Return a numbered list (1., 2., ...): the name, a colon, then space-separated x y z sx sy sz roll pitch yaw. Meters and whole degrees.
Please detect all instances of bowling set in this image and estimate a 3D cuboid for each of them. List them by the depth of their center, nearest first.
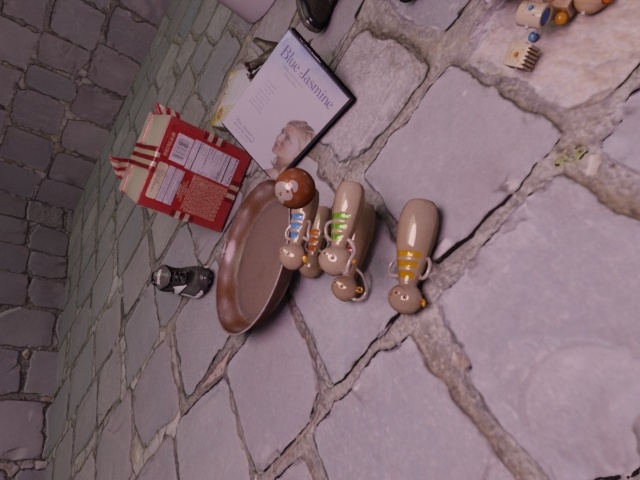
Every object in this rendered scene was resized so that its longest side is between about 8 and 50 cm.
1. bowling set: 0.000 0.000 0.592 0.287 0.199 0.154 0 75 55

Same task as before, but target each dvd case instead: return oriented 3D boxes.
1. dvd case: -0.073 -0.259 0.838 0.180 0.022 0.253 49 121 0

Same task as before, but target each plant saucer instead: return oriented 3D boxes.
1. plant saucer: -0.124 0.033 0.817 0.310 0.050 0.311 -34 47 45

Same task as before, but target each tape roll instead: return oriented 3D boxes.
1. tape roll: -0.225 -0.820 1.258 0.246 0.169 0.246 -26 54 43

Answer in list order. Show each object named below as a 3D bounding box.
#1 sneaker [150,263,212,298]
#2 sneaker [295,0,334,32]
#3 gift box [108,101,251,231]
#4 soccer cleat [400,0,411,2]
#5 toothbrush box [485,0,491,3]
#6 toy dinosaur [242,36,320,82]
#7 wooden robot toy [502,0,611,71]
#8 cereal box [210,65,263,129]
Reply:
1. sneaker: -0.363 0.101 1.052 0.234 0.106 0.078 -9 67 48
2. sneaker: 0.019 -0.578 0.915 0.130 0.087 0.228 -9 61 55
3. gift box: -0.368 -0.195 1.068 0.258 0.276 0.255 25 88 54
4. soccer cleat: 0.193 -0.475 0.681 0.179 0.060 0.072 -51 42 18
5. toothbrush box: 0.266 -0.468 0.474 0.295 0.126 0.217 -38 30 42
6. toy dinosaur: -0.089 -0.400 0.962 0.160 0.121 0.314 -24 37 4
7. wooden robot toy: 0.284 -0.277 0.472 0.079 0.076 0.173 39 105 40
8. cereal box: -0.213 -0.383 1.140 0.240 0.047 0.173 25 93 52
